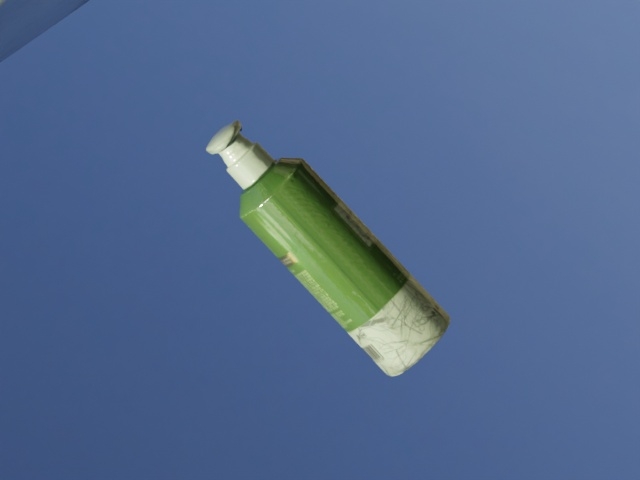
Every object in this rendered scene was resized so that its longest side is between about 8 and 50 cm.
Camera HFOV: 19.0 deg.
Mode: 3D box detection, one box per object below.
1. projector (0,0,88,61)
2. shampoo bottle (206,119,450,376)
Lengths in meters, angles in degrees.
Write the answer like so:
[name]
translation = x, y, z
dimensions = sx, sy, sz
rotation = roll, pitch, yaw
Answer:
[projector]
translation = -0.044, -0.087, 0.370
dimensions = 0.147, 0.115, 0.061
rotation = -42, -80, -32
[shampoo bottle]
translation = 0.000, 0.000, 1.308
dimensions = 0.204, 0.065, 0.065
rotation = 47, -148, -10
